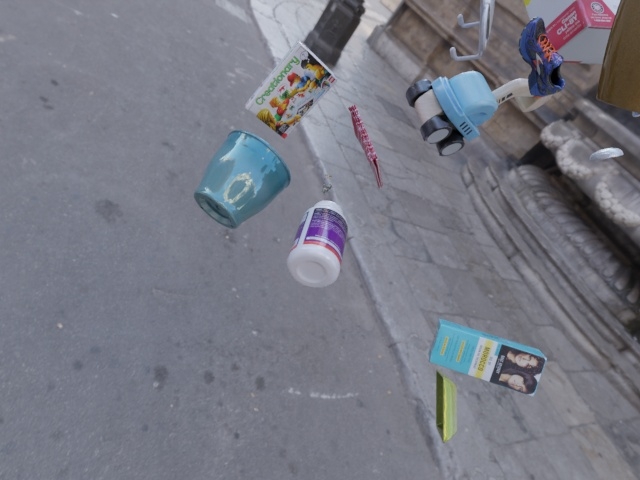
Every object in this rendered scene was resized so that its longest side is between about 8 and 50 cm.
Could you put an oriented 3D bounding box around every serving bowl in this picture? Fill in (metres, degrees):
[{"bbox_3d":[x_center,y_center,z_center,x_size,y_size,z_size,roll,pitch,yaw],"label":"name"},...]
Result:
[{"bbox_3d":[0.839,-0.256,1.192,0.083,0.083,0.028,-19,98,-54],"label":"serving bowl"}]

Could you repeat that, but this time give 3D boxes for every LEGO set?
[{"bbox_3d":[0.027,-0.221,1.615,0.054,0.083,0.023,-11,19,-21],"label":"LEGO set"}]

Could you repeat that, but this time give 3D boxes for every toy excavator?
[{"bbox_3d":[0.617,-0.522,1.535,0.432,0.444,0.223,13,56,-52],"label":"toy excavator"}]

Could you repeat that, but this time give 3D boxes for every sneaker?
[{"bbox_3d":[0.606,-0.493,1.087,0.221,0.083,0.087,55,-13,-30],"label":"sneaker"}]

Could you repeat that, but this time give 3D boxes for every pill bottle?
[{"bbox_3d":[0.000,0.000,1.441,0.181,0.181,0.323,32,40,-14],"label":"pill bottle"}]

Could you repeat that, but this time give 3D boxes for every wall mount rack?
[{"bbox_3d":[0.438,-0.724,1.184,0.304,0.130,0.351,65,37,-49],"label":"wall mount rack"}]

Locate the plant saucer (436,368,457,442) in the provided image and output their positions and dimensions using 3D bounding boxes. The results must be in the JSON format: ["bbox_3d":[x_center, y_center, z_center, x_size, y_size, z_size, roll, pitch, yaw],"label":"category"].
[{"bbox_3d":[0.397,0.515,1.275,0.188,0.045,0.189,46,46,-76],"label":"plant saucer"}]

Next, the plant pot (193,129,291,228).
[{"bbox_3d":[-0.281,-0.188,1.383,0.271,0.271,0.255,37,67,-6],"label":"plant pot"}]

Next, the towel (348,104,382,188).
[{"bbox_3d":[0.171,-0.353,1.527,0.199,0.031,0.275,58,14,-62],"label":"towel"}]

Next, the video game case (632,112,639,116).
[{"bbox_3d":[1.284,-0.568,1.497,0.023,0.201,0.184,-73,147,-47],"label":"video game case"}]

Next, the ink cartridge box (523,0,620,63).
[{"bbox_3d":[0.794,-0.762,1.249,0.278,0.160,0.386,-8,77,-18],"label":"ink cartridge box"}]

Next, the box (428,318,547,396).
[{"bbox_3d":[0.392,0.277,0.969,0.243,0.101,0.060,16,7,11],"label":"box"}]

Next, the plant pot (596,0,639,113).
[{"bbox_3d":[0.651,-0.377,0.762,0.236,0.255,0.237,12,31,-7],"label":"plant pot"}]

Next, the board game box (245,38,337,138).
[{"bbox_3d":[-0.110,-0.550,1.500,0.192,0.305,0.053,32,27,-32],"label":"board game box"}]
